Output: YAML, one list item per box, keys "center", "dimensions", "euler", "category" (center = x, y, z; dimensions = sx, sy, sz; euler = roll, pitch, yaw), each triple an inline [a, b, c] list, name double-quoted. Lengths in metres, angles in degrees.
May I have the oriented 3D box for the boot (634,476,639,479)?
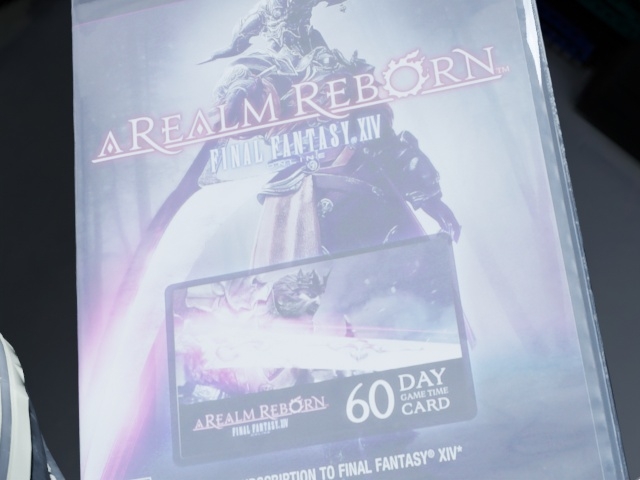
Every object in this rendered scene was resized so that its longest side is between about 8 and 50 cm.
- center: [0.230, 0.205, 0.710]
  dimensions: [0.118, 0.222, 0.338]
  euler: [-25, 11, 23]
  category: "boot"

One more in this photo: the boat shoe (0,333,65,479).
- center: [-0.146, 0.218, 0.563]
  dimensions: [0.187, 0.156, 0.500]
  euler: [-41, 37, 8]
  category: "boat shoe"

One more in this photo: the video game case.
- center: [0.000, 0.000, 0.516]
  dimensions: [0.196, 0.274, 0.026]
  euler: [-11, -24, 10]
  category: "video game case"
